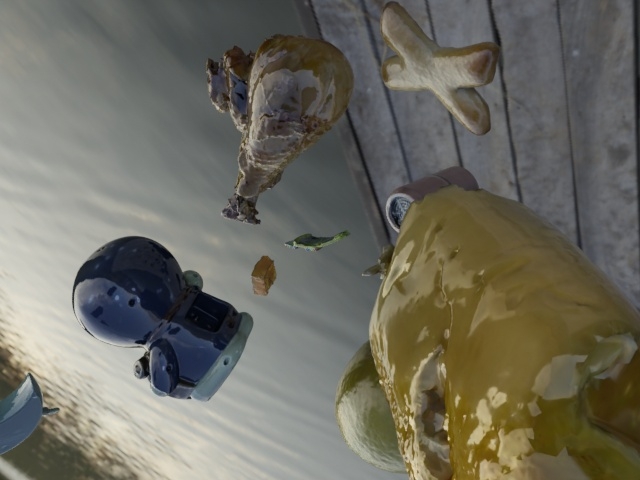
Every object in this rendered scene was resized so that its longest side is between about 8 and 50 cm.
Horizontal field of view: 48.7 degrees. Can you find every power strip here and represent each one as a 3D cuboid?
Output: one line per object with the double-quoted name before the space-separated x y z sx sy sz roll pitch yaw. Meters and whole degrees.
"power strip" -0.606 0.327 1.282 0.054 0.253 0.168 52 143 39

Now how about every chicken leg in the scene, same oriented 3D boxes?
"chicken leg" -0.116 -0.221 1.336 0.295 0.182 0.409 35 121 14

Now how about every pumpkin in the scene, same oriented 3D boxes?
"pumpkin" -0.146 0.087 1.774 0.054 0.083 0.074 11 133 17

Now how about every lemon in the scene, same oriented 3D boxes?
"lemon" 0.109 0.206 0.907 0.184 0.184 0.248 35 145 6

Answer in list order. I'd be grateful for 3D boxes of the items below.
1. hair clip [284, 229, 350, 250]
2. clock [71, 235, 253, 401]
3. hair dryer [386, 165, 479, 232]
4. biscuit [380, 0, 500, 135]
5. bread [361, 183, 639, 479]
"hair clip" 0.000 0.000 1.576 0.188 0.060 0.033 -6 106 49
"clock" -0.219 0.096 0.972 0.243 0.200 0.146 35 126 -9
"hair dryer" 0.270 0.033 1.420 0.106 0.189 0.344 -22 91 51
"biscuit" 0.173 -0.257 1.070 0.208 0.047 0.164 36 155 31
"bread" 0.193 0.173 0.622 0.361 0.250 0.394 48 -167 -21
